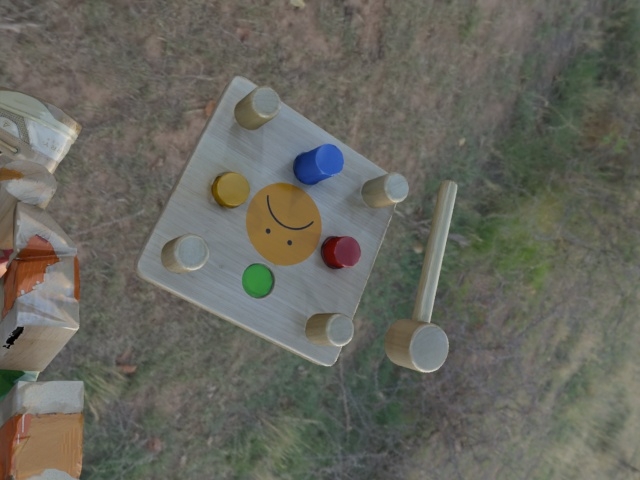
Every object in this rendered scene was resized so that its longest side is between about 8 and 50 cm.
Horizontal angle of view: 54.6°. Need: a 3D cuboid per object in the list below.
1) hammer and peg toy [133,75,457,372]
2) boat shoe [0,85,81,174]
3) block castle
[{"bbox_3d":[0.000,0.000,0.731,0.361,0.127,0.265,29,71,-22],"label":"hammer and peg toy"},{"bbox_3d":[-0.524,-0.180,0.934,0.110,0.341,0.121,-68,156,-10],"label":"boat shoe"},{"bbox_3d":[-0.390,0.127,0.525,0.303,0.453,0.213,12,141,-37],"label":"block castle"}]
